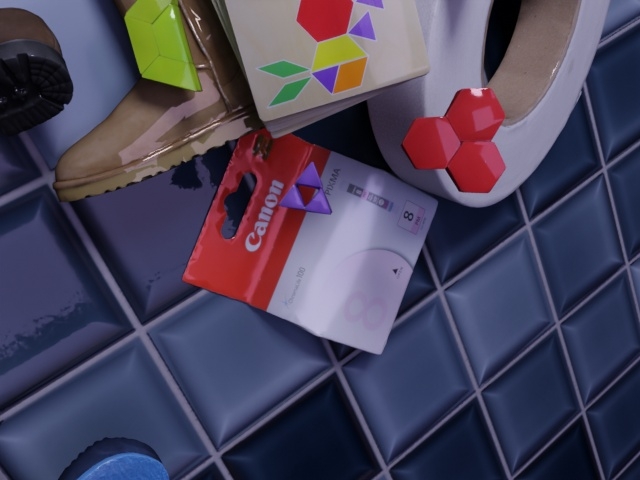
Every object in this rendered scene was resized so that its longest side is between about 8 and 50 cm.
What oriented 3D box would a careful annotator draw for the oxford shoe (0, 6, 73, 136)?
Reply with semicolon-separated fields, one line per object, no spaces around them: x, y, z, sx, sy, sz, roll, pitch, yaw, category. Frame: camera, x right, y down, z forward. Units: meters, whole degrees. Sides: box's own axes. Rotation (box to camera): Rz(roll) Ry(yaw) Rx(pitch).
-0.302;-0.109;0.460;0.227;0.096;0.083;-20;152;-11;oxford shoe

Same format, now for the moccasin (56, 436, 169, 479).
-0.253;0.314;0.534;0.137;0.116;0.342;34;85;-29;moccasin

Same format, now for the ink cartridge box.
0.000;0.000;0.658;0.232;0.066;0.189;23;87;-35;ink cartridge box

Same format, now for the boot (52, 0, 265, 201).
-0.161;-0.194;0.520;0.236;0.089;0.270;-27;105;-16;boot

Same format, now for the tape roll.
0.190;-0.225;0.631;0.392;0.072;0.392;-31;133;-39;tape roll

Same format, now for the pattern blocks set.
-0.004;-0.181;0.464;0.285;0.026;0.325;-7;101;5;pattern blocks set
